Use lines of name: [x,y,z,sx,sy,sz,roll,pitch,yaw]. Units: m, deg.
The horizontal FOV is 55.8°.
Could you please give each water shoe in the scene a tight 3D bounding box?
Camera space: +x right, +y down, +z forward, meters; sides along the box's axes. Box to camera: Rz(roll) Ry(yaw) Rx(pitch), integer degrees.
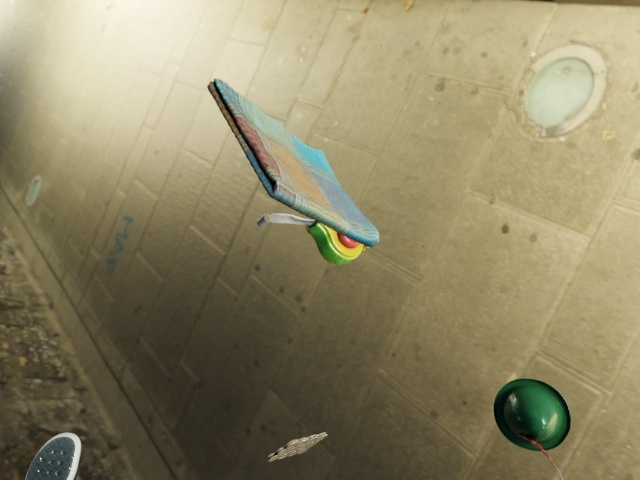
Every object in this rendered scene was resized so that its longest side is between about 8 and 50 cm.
water shoe: [-0.427,0.406,0.963,0.072,0.080,0.203,15,79,9]

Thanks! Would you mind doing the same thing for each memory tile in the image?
memory tile: [-0.060,0.534,1.568,0.113,0.148,0.012,-44,60,28]

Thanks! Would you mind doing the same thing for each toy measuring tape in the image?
toy measuring tape: [0.000,0.000,1.511,0.121,0.330,0.122,-9,79,54]

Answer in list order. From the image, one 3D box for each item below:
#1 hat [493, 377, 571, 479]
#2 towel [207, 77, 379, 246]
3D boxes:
hat: [0.476,0.420,1.385,0.208,0.183,0.173,9,93,32]
towel: [-0.035,-0.128,1.098,0.040,0.370,0.271,-40,62,14]
